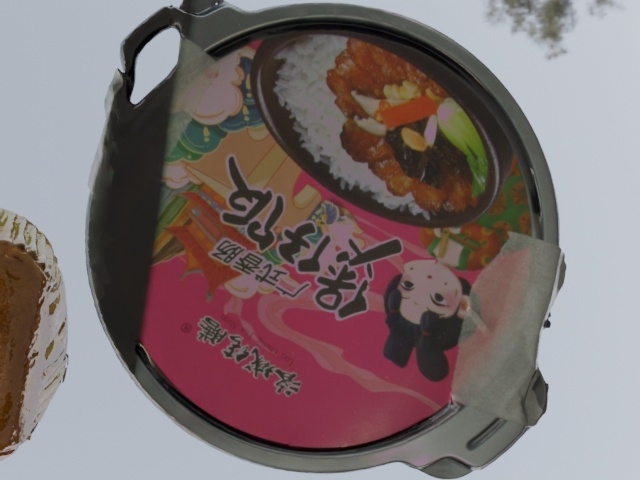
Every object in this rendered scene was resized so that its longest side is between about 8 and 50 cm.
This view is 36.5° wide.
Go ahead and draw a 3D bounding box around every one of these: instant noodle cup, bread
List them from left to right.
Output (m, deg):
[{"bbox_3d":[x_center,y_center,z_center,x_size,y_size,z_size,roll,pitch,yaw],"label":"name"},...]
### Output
[{"bbox_3d":[-0.385,0.113,1.076,0.204,0.156,0.288,6,-73,-12],"label":"bread"},{"bbox_3d":[0.000,0.000,0.607,0.258,0.181,0.303,-29,-90,-2],"label":"instant noodle cup"}]
